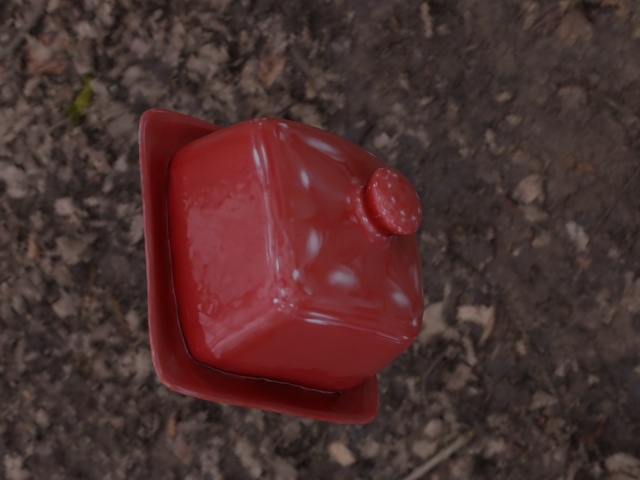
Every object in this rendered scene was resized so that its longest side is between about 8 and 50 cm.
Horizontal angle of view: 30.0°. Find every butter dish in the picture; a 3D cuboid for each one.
[{"bbox_3d":[0.000,0.000,0.606,0.118,0.160,0.160,-27,59,37],"label":"butter dish"}]
